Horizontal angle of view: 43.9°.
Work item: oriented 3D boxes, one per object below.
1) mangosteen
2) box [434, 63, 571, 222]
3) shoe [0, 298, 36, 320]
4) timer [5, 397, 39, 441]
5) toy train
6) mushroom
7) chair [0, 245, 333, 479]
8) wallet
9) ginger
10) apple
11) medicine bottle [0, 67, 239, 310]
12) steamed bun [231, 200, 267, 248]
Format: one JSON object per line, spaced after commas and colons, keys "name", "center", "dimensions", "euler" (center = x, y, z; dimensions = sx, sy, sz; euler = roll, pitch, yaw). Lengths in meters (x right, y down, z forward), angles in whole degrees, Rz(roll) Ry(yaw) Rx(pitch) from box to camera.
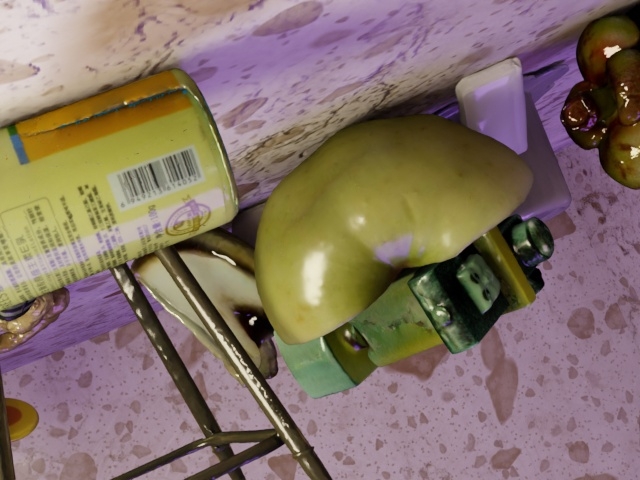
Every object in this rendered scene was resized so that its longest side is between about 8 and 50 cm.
{"name": "mangosteen", "center": [0.445, -0.179, 1.014], "dimensions": [0.233, 0.288, 0.287], "euler": [6, -162, 44]}
{"name": "box", "center": [0.304, -0.122, 1.280], "dimensions": [0.291, 0.207, 0.262], "euler": [-26, 170, 22]}
{"name": "shoe", "center": [-0.456, 0.094, 1.170], "dimensions": [0.179, 0.049, 0.071], "euler": [-26, 176, 43]}
{"name": "timer", "center": [-0.749, 0.370, 1.443], "dimensions": [0.376, 0.376, 0.387], "euler": [-24, -161, 14]}
{"name": "toy train", "center": [0.128, 0.084, 1.105], "dimensions": [0.397, 0.160, 0.253], "euler": [-27, -176, 42]}
{"name": "mushroom", "center": [-0.123, 0.075, 1.299], "dimensions": [0.217, 0.292, 0.212], "euler": [-37, 179, 34]}
{"name": "chair", "center": [-0.256, 0.189, 0.927], "dimensions": [0.364, 0.410, 0.362], "euler": [-20, 176, -27]}
{"name": "wallet", "center": [0.239, -0.168, 1.098], "dimensions": [0.095, 0.033, 0.190], "euler": [-21, 146, 2]}
{"name": "ginger", "center": [-0.483, 0.120, 1.341], "dimensions": [0.149, 0.065, 0.258], "euler": [-36, 180, -40]}
{"name": "apple", "center": [0.083, -0.016, 1.034], "dimensions": [0.319, 0.312, 0.360], "euler": [11, -168, 1]}
{"name": "medicine bottle", "center": [-0.184, -0.029, 0.549], "dimensions": [0.238, 0.124, 0.124], "euler": [-21, 176, -15]}
{"name": "steamed bun", "center": [-0.042, -0.019, 1.427], "dimensions": [0.228, 0.131, 0.177], "euler": [-21, 176, 7]}
